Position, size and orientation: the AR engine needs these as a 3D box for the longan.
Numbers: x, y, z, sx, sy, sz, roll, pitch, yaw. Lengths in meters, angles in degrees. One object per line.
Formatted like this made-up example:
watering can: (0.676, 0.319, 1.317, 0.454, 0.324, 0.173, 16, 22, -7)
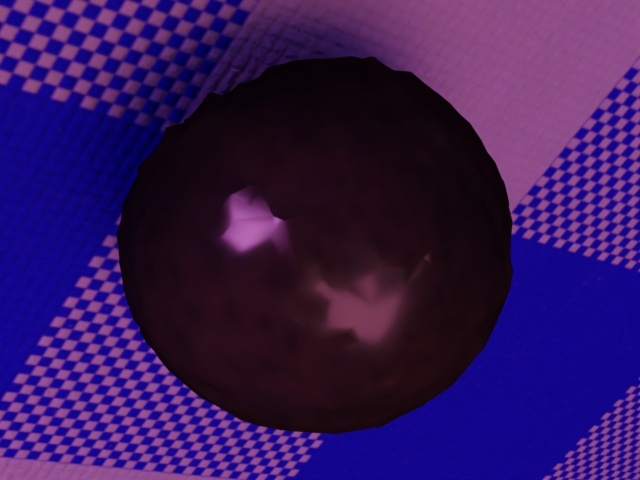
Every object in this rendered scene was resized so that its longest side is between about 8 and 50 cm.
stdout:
longan: (0.000, 0.000, 1.244, 0.391, 0.391, 0.391, -16, 138, -15)
